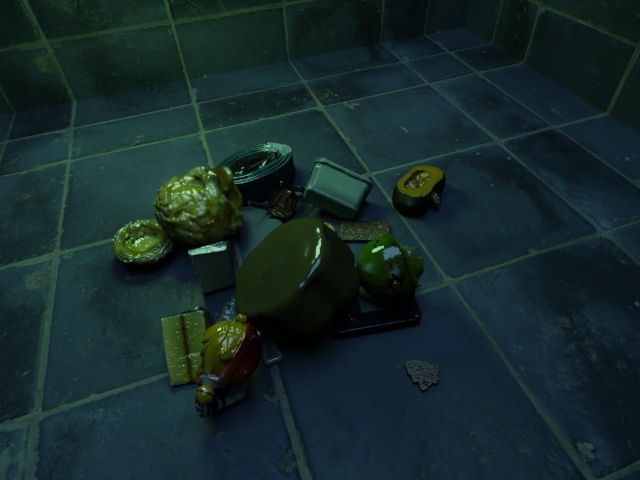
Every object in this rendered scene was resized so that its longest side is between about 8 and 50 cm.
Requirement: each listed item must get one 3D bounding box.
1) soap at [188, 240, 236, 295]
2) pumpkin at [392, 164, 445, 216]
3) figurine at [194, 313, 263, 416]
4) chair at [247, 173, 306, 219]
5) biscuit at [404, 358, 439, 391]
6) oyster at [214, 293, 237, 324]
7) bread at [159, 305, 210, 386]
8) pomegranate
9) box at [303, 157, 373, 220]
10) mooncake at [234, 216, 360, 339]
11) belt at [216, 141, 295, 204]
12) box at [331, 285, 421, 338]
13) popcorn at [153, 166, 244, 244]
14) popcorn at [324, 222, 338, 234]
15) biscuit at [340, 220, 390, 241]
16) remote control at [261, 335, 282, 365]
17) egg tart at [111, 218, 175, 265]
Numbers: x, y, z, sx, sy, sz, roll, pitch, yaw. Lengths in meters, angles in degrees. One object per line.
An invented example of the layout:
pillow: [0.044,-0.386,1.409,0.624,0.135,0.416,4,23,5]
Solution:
soap: [-0.459,0.036,1.800,0.158,0.258,0.302,-14,46,-8]
pumpkin: [0.506,-0.245,2.100,0.221,0.139,0.317,28,51,31]
figurine: [-0.298,0.392,1.391,0.196,0.323,0.320,16,34,-2]
chair: [-0.171,-0.200,2.111,0.175,0.183,0.326,32,11,30]
biscuit: [0.356,0.464,1.500,0.130,0.019,0.119,30,55,27]
oyster: [-0.366,0.285,1.689,0.106,0.061,0.200,-1,46,4]
bread: [-0.493,0.397,1.605,0.167,0.163,0.264,-10,77,-7]
pomegranate: [0.254,0.098,1.642,0.260,0.261,0.341,-13,14,-9]
box: [0.072,-0.235,2.052,0.311,0.175,0.183,25,59,-1]
mooncake: [-0.090,0.144,1.564,0.467,0.262,0.467,-28,35,21]
belt: [-0.340,-0.359,2.232,0.436,0.173,0.300,-27,48,-21]
box: [0.203,0.263,1.678,0.350,0.058,0.211,-9,44,-6]
popcorn: [-0.540,-0.144,1.937,0.390,0.354,0.344,-29,91,-15]
popcorn: [0.000,0.000,1.875,0.180,0.180,0.170,-33,18,-25]
biscuit: [0.209,-0.042,1.993,0.230,0.025,0.131,1,47,4]
remote control: [-0.189,0.405,1.582,0.074,0.032,0.122,-19,47,-14]
egg tart: [-0.793,0.021,1.932,0.288,0.118,0.288,-2,44,1]
